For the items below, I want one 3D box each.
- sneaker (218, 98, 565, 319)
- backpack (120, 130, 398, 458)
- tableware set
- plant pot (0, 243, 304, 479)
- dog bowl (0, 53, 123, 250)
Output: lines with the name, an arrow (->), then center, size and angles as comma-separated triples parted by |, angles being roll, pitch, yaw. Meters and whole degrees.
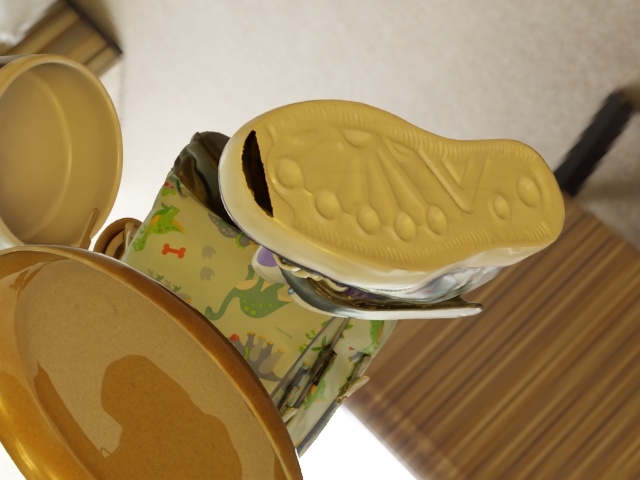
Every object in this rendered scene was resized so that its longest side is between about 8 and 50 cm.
sneaker -> 0.000, 0.000, 1.127 | 0.236, 0.322, 0.130 | -25, 72, 43
backpack -> -0.107, 0.111, 1.516 | 0.290, 0.356, 0.273 | 35, -164, 13
tableware set -> -0.248, 0.067, 1.825 | 0.039, 0.194, 0.128 | 26, -175, 38
plant pot -> -0.095, 0.097, 0.809 | 0.236, 0.032, 0.236 | 25, 136, 27
dog bowl -> -0.383, -0.112, 2.019 | 0.104, 0.265, 0.265 | 4, 138, 34
